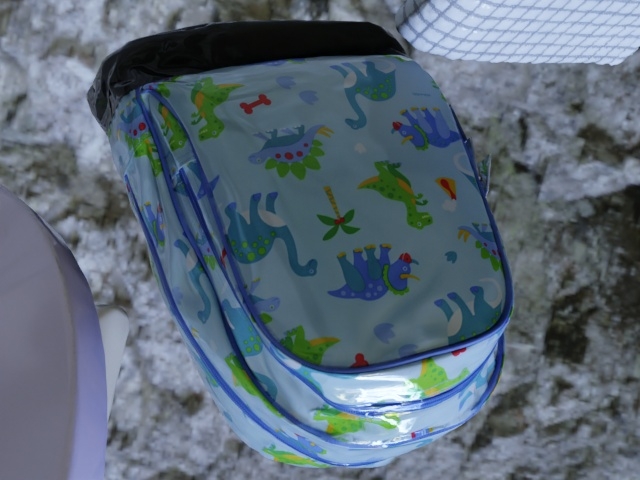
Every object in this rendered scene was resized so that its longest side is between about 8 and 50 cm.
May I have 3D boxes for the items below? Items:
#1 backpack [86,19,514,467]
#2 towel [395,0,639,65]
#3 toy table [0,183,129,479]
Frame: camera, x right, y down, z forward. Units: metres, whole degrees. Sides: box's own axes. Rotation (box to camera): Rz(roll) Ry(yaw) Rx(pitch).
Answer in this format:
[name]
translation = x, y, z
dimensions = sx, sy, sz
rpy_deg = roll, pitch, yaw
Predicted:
[backpack]
translation = 0.000, 0.000, 0.730
dimensions = 0.273, 0.290, 0.355
rpy_deg = 150, -69, -64
[towel]
translation = 0.221, -0.258, 0.773
dimensions = 0.235, 0.284, 0.121
rpy_deg = -40, -119, 54
[toy table]
translation = -0.150, 0.128, 0.379
dimensions = 0.161, 0.252, 0.274
rpy_deg = 59, 48, -62
